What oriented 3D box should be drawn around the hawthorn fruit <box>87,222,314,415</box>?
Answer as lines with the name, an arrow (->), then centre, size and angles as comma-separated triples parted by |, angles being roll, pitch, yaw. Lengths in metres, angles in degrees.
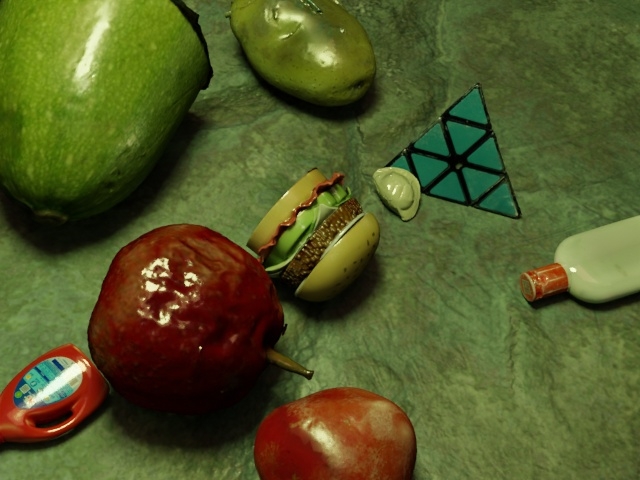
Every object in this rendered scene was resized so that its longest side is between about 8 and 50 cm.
hawthorn fruit -> -0.133, 0.106, 1.223 | 0.266, 0.210, 0.230 | 25, 42, -4

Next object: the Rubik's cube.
Rubik's cube -> 0.166, -0.130, 1.506 | 0.178, 0.211, 0.190 | -18, 23, 7

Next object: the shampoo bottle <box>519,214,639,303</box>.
shampoo bottle -> 0.375, 0.034, 1.400 | 0.221, 0.051, 0.108 | -15, 60, -16

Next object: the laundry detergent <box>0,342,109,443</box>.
laundry detergent -> -0.338, 0.199, 1.226 | 0.165, 0.049, 0.097 | -38, 69, -24

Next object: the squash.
squash -> -0.340, -0.179, 1.363 | 0.310, 0.310, 0.308 | 22, 65, 10

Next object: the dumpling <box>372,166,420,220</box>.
dumpling -> 0.111, -0.072, 1.455 | 0.059, 0.043, 0.077 | -31, 62, -17

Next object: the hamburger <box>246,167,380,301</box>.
hamburger -> -0.001, 0.000, 1.330 | 0.137, 0.175, 0.175 | 41, 60, 7

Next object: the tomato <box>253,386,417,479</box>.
tomato -> 0.020, 0.239, 1.167 | 0.187, 0.151, 0.187 | 1, 50, -2

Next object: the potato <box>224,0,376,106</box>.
potato -> -0.022, -0.298, 1.544 | 0.169, 0.143, 0.248 | -41, 67, -17
